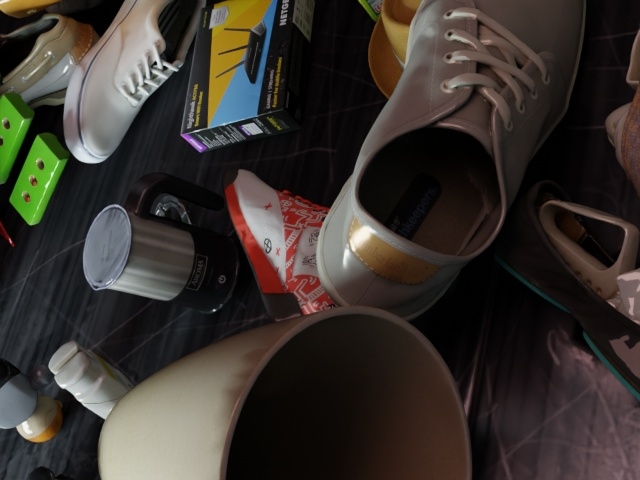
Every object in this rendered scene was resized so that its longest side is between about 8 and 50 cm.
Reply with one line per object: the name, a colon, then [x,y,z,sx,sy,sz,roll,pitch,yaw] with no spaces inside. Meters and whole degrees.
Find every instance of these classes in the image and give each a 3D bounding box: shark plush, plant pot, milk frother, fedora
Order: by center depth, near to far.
plant pot: [-0.062,0.185,1.020,0.274,0.256,0.257,-5,58,48]
fedora: [0.121,-0.221,1.241,0.194,0.079,0.194,-15,56,24]
milk frother: [-0.174,0.001,1.244,0.143,0.134,0.129,-7,71,47]
shark plush: [-0.340,-0.327,1.635,0.067,0.073,0.161,-31,26,-13]

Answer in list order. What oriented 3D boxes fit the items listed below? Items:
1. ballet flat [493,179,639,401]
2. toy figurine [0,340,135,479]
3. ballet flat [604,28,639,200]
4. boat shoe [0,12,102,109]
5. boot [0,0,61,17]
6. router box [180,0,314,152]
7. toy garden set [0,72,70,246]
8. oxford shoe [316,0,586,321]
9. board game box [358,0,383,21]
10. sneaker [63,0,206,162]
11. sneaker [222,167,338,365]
ballet flat: [0.238,0.042,0.983,0.280,0.095,0.096,46,123,41]
toy figurine: [-0.263,0.213,1.180,0.213,0.148,0.210,-12,51,29]
ballet flat: [0.308,-0.124,1.065,0.106,0.107,0.316,-10,50,49]
boat shoe: [-0.406,-0.209,1.549,0.302,0.103,0.113,-20,53,21]
boot: [-0.278,-0.312,1.413,0.211,0.104,0.295,-22,14,2]
router box: [-0.080,-0.194,1.372,0.133,0.046,0.179,-11,57,27]
toy garden set: [-0.395,-0.112,1.462,0.244,0.049,0.204,48,129,18]
oxford shoe: [0.138,-0.127,1.085,0.169,0.130,0.449,30,65,-1]
board game box: [0.103,-0.331,1.344,0.181,0.043,0.092,-38,49,6]
sneaker: [-0.214,-0.206,1.433,0.091,0.094,0.258,4,64,39]
sneaker: [0.001,0.001,1.182,0.145,0.090,0.270,-23,39,-2]
